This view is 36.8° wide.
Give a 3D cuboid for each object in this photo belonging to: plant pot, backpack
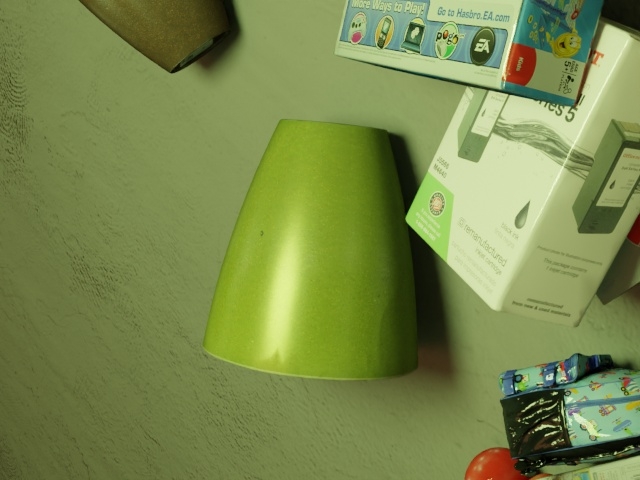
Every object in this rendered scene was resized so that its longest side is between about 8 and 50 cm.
[{"bbox_3d":[-0.236,-0.357,1.344,0.215,0.215,0.230,-28,99,47],"label":"plant pot"},{"bbox_3d":[0.000,0.000,1.212,0.274,0.274,0.294,10,97,43],"label":"plant pot"},{"bbox_3d":[0.299,0.180,1.036,0.173,0.158,0.117,-21,72,34],"label":"backpack"}]

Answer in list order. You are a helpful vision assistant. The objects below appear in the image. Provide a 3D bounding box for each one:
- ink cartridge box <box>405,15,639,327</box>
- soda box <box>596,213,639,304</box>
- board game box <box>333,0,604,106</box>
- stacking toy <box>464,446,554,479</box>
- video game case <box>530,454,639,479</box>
[{"bbox_3d":[0.219,-0.086,0.934,0.273,0.114,0.198,-67,30,18],"label":"ink cartridge box"},{"bbox_3d":[0.363,-0.054,0.911,0.091,0.098,0.286,57,137,13],"label":"soda box"},{"bbox_3d":[0.150,-0.300,0.905,0.308,0.086,0.302,31,110,59],"label":"board game box"},{"bbox_3d":[0.303,0.342,1.118,0.330,0.141,0.141,28,125,41],"label":"stacking toy"},{"bbox_3d":[0.302,0.355,1.012,0.206,0.026,0.227,-30,65,45],"label":"video game case"}]
